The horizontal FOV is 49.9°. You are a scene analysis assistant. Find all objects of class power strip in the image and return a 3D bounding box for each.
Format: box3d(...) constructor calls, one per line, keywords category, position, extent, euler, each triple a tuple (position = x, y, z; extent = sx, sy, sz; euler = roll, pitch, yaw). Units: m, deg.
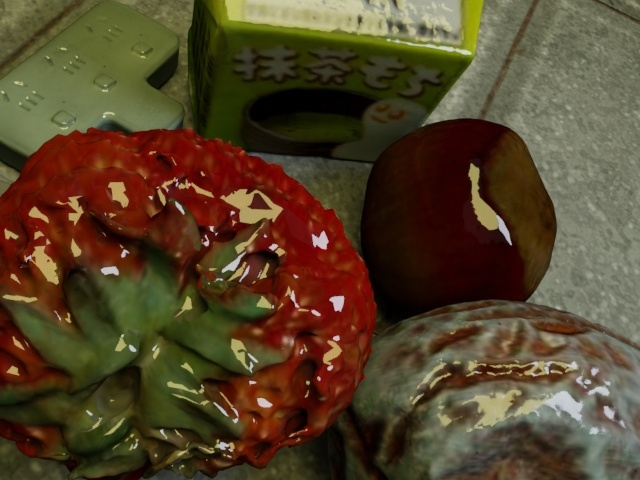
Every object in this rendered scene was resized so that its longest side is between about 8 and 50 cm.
box3d(category="power strip", position=(-0.257, -0.171, 0.825), extent=(0.193, 0.059, 0.265), euler=(30, 55, 5))

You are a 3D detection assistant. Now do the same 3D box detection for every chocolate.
box3d(category="chocolate", position=(0.002, -0.208, 0.788), extent=(0.300, 0.289, 0.137), euler=(2, 69, -14))

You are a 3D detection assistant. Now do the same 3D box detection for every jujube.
box3d(category="jujube", position=(0.154, 0.175, 0.621), extent=(0.307, 0.247, 0.215), euler=(13, 15, -14))

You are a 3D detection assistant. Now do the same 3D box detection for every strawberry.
box3d(category="strawberry", position=(-0.115, 0.038, 0.578), extent=(0.311, 0.267, 0.351), euler=(18, 13, -16))

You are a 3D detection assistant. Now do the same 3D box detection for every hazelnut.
box3d(category="hazelnut", position=(0.143, -0.012, 0.754), extent=(0.229, 0.229, 0.230), euler=(7, 57, -11))

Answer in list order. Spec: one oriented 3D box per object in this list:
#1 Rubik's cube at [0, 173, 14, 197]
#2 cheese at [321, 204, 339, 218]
box3d(category="Rubik's cube", position=(-0.436, 0.029, 0.495), extent=(0.387, 0.358, 0.368), euler=(31, 14, 4))
box3d(category="cheese", position=(0.000, 0.000, 0.806), extent=(0.067, 0.026, 0.121), euler=(-10, 62, -20))
